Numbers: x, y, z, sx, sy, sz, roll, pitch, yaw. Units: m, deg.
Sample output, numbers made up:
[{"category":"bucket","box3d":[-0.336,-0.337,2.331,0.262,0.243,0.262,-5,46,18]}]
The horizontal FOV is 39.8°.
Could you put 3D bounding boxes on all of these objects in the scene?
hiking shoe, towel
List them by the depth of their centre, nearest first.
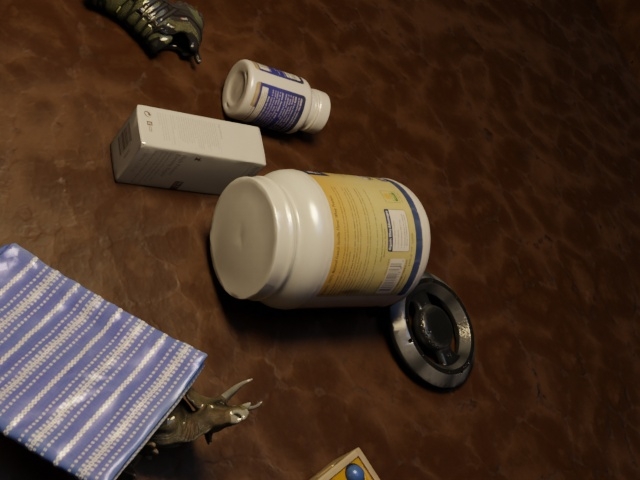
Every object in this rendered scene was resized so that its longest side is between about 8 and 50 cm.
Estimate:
[{"category":"towel","box3d":[-0.345,0.147,1.139,0.336,0.040,0.243,28,44,10]},{"category":"hiking shoe","box3d":[-0.307,-0.398,1.594,0.227,0.086,0.114,15,50,-33]}]

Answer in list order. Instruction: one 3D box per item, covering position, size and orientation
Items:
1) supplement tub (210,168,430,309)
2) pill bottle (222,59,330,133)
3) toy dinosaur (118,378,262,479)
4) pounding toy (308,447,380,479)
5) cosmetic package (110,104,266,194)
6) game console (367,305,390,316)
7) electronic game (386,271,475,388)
[{"category":"supplement tub","box3d":[0.000,0.000,1.468,0.316,0.228,0.228,2,61,-39]},{"category":"pill bottle","box3d":[-0.080,-0.263,1.669,0.187,0.112,0.112,13,55,-33]},{"category":"toy dinosaur","box3d":[-0.256,0.224,1.207,0.314,0.121,0.160,23,34,9]},{"category":"pounding toy","box3d":[0.040,0.401,1.317,0.141,0.100,0.130,-26,80,-46]},{"category":"cosmetic package","box3d":[-0.218,-0.144,1.472,0.231,0.117,0.085,7,59,-35]},{"category":"game console","box3d":[0.137,0.070,1.608,0.071,0.122,0.107,6,58,-37]},{"category":"electronic game","box3d":[0.209,0.165,1.655,0.229,0.048,0.229,21,56,-35]}]
